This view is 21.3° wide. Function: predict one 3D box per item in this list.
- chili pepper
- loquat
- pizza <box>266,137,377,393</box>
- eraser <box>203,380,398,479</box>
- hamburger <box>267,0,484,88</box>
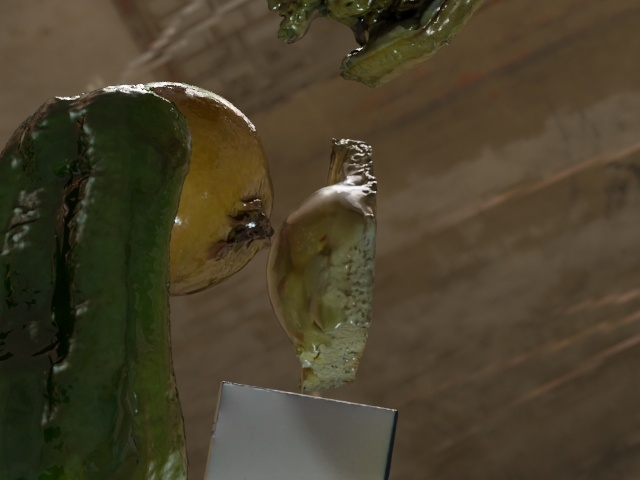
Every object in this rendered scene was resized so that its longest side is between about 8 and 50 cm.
[{"bbox_3d":[-0.069,0.053,0.500,0.073,0.204,0.072,9,169,-39],"label":"chili pepper"},{"bbox_3d":[-0.097,-0.030,1.046,0.141,0.141,0.141,-25,-159,10],"label":"loquat"},{"bbox_3d":[0.000,0.004,1.300,0.080,0.204,0.188,6,166,-3],"label":"pizza"},{"bbox_3d":[-0.018,0.178,1.394,0.150,0.104,0.023,10,174,-7],"label":"eraser"},{"bbox_3d":[0.043,-0.174,0.874,0.185,0.131,0.159,-45,-173,-20],"label":"hamburger"}]
